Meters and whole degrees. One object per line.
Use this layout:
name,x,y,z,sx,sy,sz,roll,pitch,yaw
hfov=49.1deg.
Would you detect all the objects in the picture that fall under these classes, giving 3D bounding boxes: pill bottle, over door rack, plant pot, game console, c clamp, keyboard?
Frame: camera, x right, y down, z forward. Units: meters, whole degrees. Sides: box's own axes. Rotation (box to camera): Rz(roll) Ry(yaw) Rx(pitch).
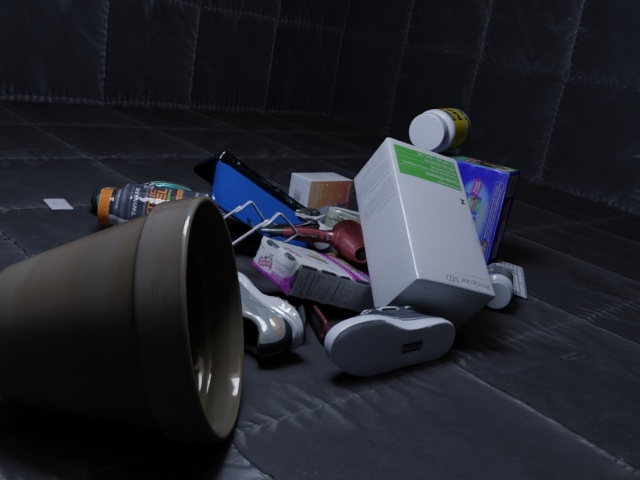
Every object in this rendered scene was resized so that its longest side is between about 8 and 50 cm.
pill bottle,-0.390,-0.063,1.640,0.245,0.131,0.130,7,17,-8
over door rack,-0.237,-0.005,1.342,0.324,0.108,0.239,-24,16,-15
plant pot,-0.269,0.113,0.932,0.280,0.324,0.323,-6,17,3
pill bottle,0.328,-0.303,1.929,0.119,0.119,0.208,18,19,25
game console,-0.181,-0.071,1.752,0.293,0.174,0.250,35,-26,-26
pill bottle,0.413,0.107,1.644,0.078,0.078,0.137,14,17,11
pill bottle,-0.013,-0.020,1.823,0.067,0.067,0.120,3,19,-21
c clamp,-0.182,-0.003,1.747,0.160,0.022,0.137,-6,24,-43
keyboard,0.498,0.098,1.831,0.072,0.014,0.256,13,18,10

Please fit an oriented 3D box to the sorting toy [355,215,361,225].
sorting toy,0.154,-0.042,1.756,0.132,0.046,0.274,-14,15,14

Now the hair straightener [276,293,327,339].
hair straightener,-0.051,0.128,1.362,0.088,0.047,0.230,6,17,-14

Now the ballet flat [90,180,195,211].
ballet flat,-0.455,-0.111,1.829,0.280,0.095,0.096,2,7,-26

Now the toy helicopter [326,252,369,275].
toy helicopter,0.171,0.071,1.606,0.354,0.140,0.235,1,25,7

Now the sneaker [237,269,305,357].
sneaker,-0.153,0.124,1.241,0.271,0.100,0.108,22,30,38

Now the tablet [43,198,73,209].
tablet,-0.667,-0.093,1.783,0.054,0.006,0.083,-3,21,-36

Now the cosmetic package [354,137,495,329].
cosmetic package,0.205,-0.013,1.457,0.196,0.155,0.366,13,48,-27

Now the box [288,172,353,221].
box,-0.003,-0.127,2.063,0.170,0.130,0.091,-6,23,-41

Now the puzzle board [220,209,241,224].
puzzle board,-0.230,-0.073,1.964,0.128,0.011,0.096,25,23,38

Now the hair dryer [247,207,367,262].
hair dryer,0.000,0.000,1.572,0.293,0.080,0.223,15,23,37

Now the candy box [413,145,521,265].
candy box,0.361,-0.102,1.960,0.317,0.268,0.122,19,16,27

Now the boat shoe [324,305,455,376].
boat shoe,0.109,0.164,1.247,0.301,0.108,0.102,-1,21,-40

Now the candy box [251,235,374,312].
candy box,-0.002,0.074,1.435,0.233,0.071,0.159,18,10,-36

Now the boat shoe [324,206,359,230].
boat shoe,0.155,-0.026,1.890,0.302,0.094,0.109,7,17,-9
